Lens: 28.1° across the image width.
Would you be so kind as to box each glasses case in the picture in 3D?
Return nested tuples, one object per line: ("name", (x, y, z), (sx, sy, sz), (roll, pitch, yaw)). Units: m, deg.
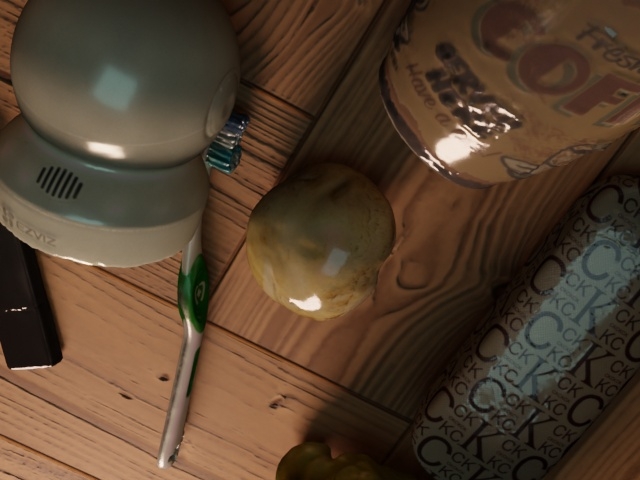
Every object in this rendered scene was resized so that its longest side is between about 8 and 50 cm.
("glasses case", (0.220, 0.098, 1.187), (0.137, 0.085, 0.355), (32, 110, -7))

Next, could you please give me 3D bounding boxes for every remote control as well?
("remote control", (-0.305, 0.024, 1.244), (0.063, 0.025, 0.245), (-6, 120, 4))

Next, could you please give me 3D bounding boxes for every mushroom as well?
("mushroom", (0.000, 0.000, 1.149), (0.148, 0.112, 0.148), (3, 95, 42))

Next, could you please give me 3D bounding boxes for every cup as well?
("cup", (0.204, -0.160, 1.011), (0.301, 0.227, 0.257), (15, 140, -37))

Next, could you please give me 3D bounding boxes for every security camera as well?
("security camera", (-0.168, -0.121, 1.052), (0.194, 0.194, 0.236), (14, 119, -3))

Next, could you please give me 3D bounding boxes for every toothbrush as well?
("toothbrush", (-0.126, 0.057, 1.237), (0.040, 0.042, 0.418), (23, 121, 14))

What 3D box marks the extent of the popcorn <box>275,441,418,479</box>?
("popcorn", (0.041, 0.338, 1.293), (0.250, 0.235, 0.242), (21, 78, 5))
